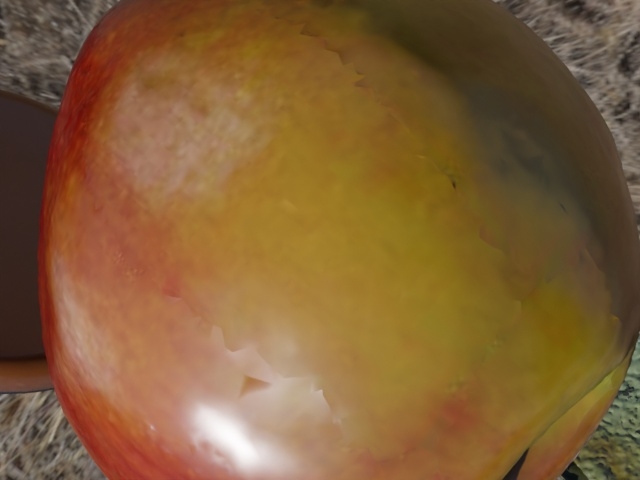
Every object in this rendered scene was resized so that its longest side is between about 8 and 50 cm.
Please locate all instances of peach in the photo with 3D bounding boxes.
[{"bbox_3d":[0.000,0.000,0.708,0.308,0.308,0.332,-41,73,1],"label":"peach"}]

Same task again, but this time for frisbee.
[{"bbox_3d":[-0.213,-0.011,0.885,0.251,0.251,0.021,27,134,-3],"label":"frisbee"}]

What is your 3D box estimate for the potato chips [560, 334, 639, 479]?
[{"bbox_3d":[0.265,0.106,1.056,0.220,0.029,0.202,-12,68,-1],"label":"potato chips"}]
